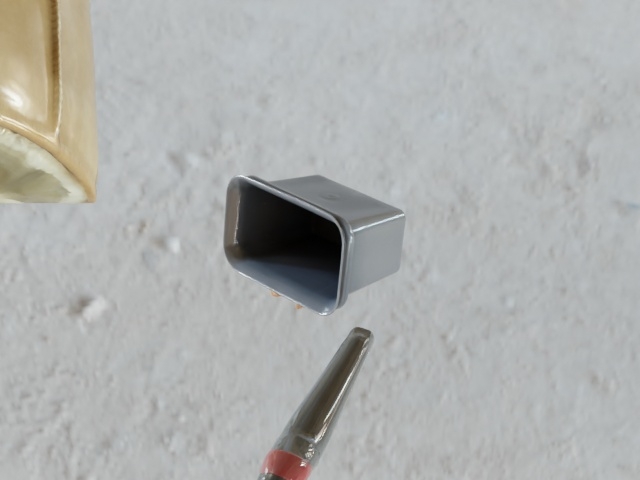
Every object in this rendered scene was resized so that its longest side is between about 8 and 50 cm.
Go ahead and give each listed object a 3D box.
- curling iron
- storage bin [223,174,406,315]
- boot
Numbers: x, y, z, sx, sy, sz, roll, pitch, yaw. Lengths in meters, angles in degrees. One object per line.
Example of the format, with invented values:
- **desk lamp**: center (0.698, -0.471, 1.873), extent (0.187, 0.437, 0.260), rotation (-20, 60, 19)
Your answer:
- **curling iron**: center (-0.011, 0.147, 0.888), extent (0.068, 0.035, 0.274), rotation (36, 38, -12)
- **storage bin**: center (0.000, 0.000, 1.190), extent (0.091, 0.098, 0.135), rotation (-16, 30, -41)
- **boot**: center (-0.124, -0.134, 0.699), extent (0.236, 0.089, 0.270), rotation (22, 52, -41)
